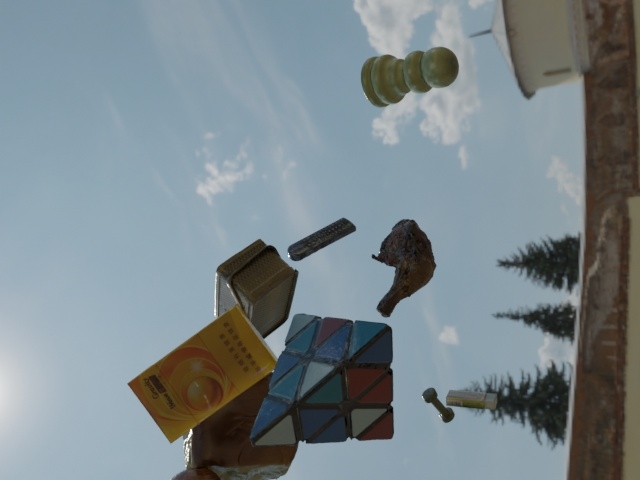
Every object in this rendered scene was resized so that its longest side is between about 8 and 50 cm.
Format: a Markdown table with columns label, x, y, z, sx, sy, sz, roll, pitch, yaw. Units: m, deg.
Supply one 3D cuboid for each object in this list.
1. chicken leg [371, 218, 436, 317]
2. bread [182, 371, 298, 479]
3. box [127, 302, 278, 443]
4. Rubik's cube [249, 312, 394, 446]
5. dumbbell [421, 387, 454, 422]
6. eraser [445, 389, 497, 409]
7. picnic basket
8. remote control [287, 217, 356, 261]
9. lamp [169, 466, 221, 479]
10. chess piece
| label | x | y | z | sx | sy | sz | roll | pitch | yaw |
| --- | --- | --- | --- | --- | --- | --- | --- | --- | --- |
| chicken leg | 0.230 | 0.066 | 1.691 | 0.083 | 0.177 | 0.323 | 60 | -158 | -47 |
| bread | -0.198 | 0.457 | 1.473 | 0.225 | 0.278 | 0.250 | 101 | 162 | -51 |
| box | -0.231 | 0.264 | 1.207 | 0.152 | 0.269 | 0.043 | 55 | -177 | 0 |
| Rubik's cube | 0.078 | 0.250 | 1.015 | 0.234 | 0.250 | 0.284 | 48 | -150 | -20 |
| dumbbell | 0.345 | 0.482 | 1.771 | 0.118 | 0.046 | 0.052 | 49 | -177 | -21 |
| eraser | 0.263 | 0.277 | 1.055 | 0.038 | 0.083 | 0.019 | -19 | -74 | -66 |
| picnic basket | -0.173 | 0.145 | 1.577 | 0.165 | 0.139 | 0.267 | -35 | -25 | -34 |
| remote control | 0.000 | -0.001 | 1.208 | 0.152 | 0.043 | 0.027 | -29 | -51 | -24 |
| lamp | -0.269 | 0.552 | 1.291 | 0.136 | 0.136 | 0.137 | 7 | -99 | -58 |
| chess piece | 0.248 | -0.442 | 1.604 | 0.144 | 0.251 | 0.145 | 2 | -92 | -47 |
